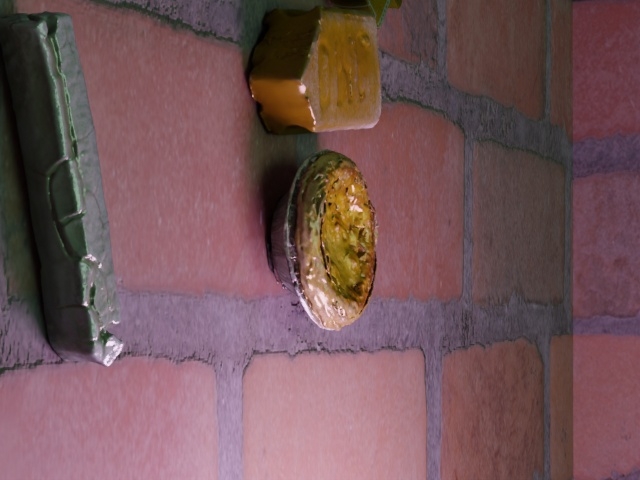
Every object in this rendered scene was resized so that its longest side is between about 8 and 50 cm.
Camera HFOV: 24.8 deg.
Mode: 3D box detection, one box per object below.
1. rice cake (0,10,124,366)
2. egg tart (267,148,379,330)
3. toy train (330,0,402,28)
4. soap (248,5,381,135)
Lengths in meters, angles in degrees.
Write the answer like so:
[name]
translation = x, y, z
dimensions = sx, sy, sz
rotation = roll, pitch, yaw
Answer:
[rice cake]
translation = -0.239, -0.044, 1.353
dimensions = 0.063, 0.066, 0.336
rotation = -29, 115, -53
[egg tart]
translation = 0.000, 0.000, 1.843
dimensions = 0.234, 0.094, 0.234
rotation = -4, 90, -65
[toy train]
translation = 0.048, -0.381, 1.974
dimensions = 0.225, 0.090, 0.137
rotation = 54, 49, -52
[soap]
translation = -0.005, -0.215, 1.853
dimensions = 0.257, 0.080, 0.160
rotation = -16, 104, -65
